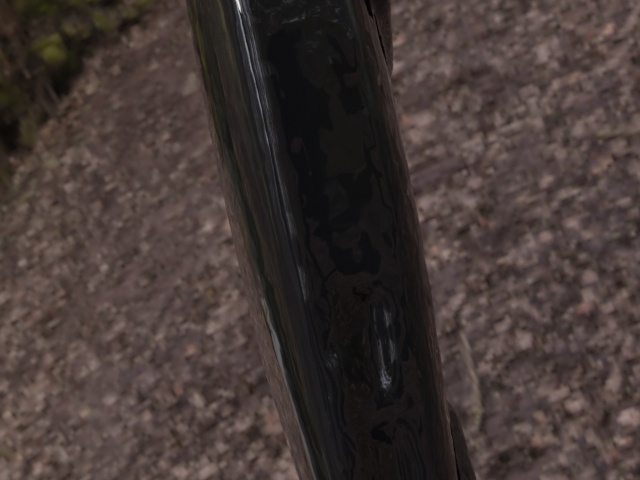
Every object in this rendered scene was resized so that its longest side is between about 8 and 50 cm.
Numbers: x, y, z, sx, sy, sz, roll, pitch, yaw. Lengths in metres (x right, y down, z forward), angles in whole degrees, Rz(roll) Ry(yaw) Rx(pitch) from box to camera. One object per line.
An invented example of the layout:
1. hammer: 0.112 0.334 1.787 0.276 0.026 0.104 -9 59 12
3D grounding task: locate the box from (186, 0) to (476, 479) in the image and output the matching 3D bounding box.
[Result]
1. box: 0.000 0.000 0.577 0.073 0.288 0.290 -13 11 -3
